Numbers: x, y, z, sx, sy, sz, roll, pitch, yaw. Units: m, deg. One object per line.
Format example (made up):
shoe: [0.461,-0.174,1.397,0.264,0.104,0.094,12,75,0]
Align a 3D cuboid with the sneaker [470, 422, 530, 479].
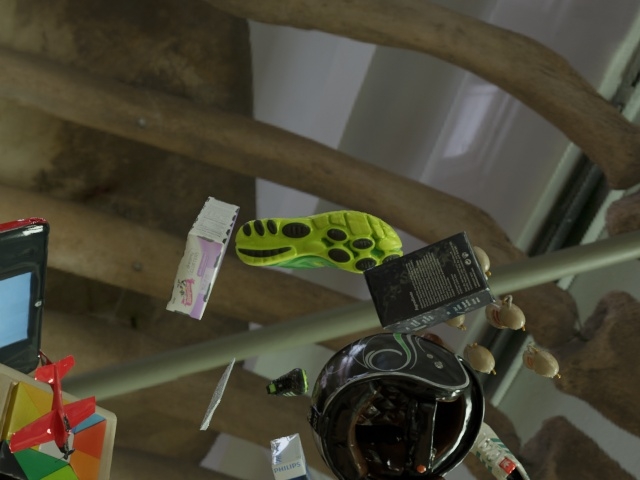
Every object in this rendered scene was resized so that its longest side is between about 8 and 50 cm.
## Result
sneaker: [0.298,0.362,1.261,0.161,0.057,0.075,50,-13,3]

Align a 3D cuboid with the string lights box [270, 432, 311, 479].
string lights box: [-0.054,0.617,1.799,0.133,0.076,0.260,-112,-172,-77]

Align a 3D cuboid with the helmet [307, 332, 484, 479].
helmet: [0.075,0.167,0.727,0.169,0.161,0.169,1,-85,10]

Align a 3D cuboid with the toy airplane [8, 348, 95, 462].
toy airplane: [-0.344,0.216,0.982,0.028,0.151,0.151,-6,-92,27]

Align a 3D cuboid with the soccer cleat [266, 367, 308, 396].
soccer cleat: [-0.077,0.334,1.719,0.179,0.072,0.060,134,-55,-64]

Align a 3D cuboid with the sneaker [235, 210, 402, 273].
sneaker: [0.000,0.000,1.334,0.295,0.123,0.109,4,-90,8]

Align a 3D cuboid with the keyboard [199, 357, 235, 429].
keyboard: [-0.203,0.302,1.496,0.256,0.014,0.072,-93,-151,-82]

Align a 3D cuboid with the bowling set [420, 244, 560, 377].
bowling set: [0.272,0.169,1.323,0.287,0.200,0.154,53,-1,5]

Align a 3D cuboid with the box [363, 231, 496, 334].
box: [0.163,0.069,1.101,0.158,0.156,0.093,-23,-107,10]

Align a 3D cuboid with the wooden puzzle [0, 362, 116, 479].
wooden puzzle: [-0.402,0.304,1.111,0.044,0.221,0.239,-42,-146,20]

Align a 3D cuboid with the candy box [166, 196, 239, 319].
candy box: [-0.222,0.030,1.428,0.196,0.070,0.165,-84,-166,-67]

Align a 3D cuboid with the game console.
game console: [-0.638,0.148,1.284,0.060,0.342,0.387,45,-47,31]
